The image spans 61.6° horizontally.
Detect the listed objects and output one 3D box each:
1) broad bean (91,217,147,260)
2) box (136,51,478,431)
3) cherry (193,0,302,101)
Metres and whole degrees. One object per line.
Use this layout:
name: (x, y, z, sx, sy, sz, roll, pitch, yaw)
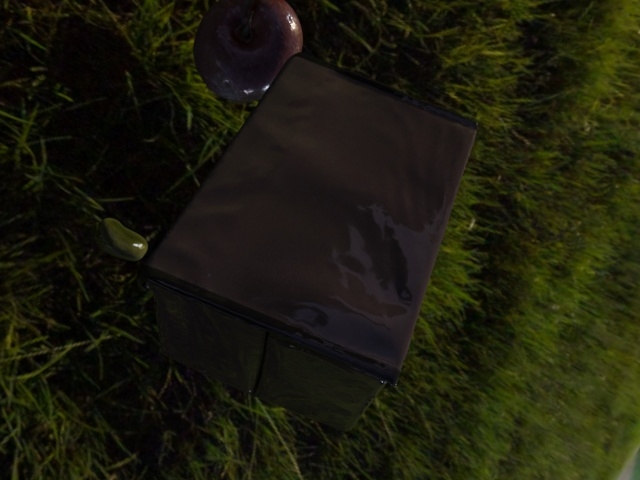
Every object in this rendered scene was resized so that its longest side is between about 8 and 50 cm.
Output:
broad bean: (-0.628, -0.002, 1.682, 0.082, 0.174, 0.124, -53, -168, 30)
box: (0.000, 0.000, 0.452, 0.153, 0.188, 0.252, 110, 3, -55)
cherry: (-0.152, -0.403, 1.133, 0.236, 0.285, 0.213, -22, 92, -13)
